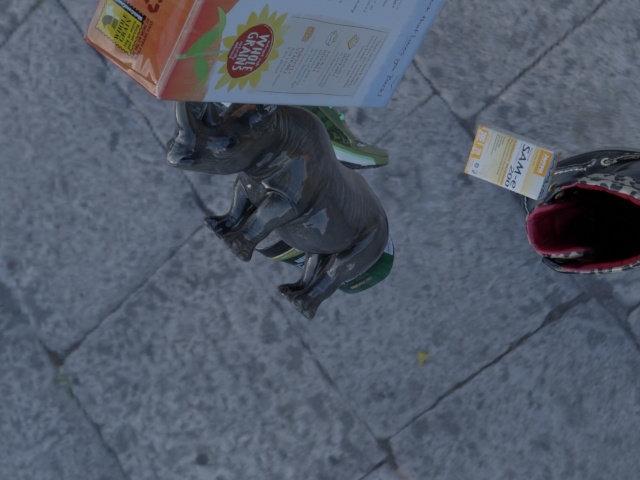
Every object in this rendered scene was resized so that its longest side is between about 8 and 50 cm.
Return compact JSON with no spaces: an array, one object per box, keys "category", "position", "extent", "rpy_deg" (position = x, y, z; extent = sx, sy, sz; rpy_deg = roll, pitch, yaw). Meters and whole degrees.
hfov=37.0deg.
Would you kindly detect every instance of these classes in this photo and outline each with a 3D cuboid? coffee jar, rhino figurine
[{"category":"coffee jar","position":[0.000,0.000,1.196],"extent":[0.096,0.184,0.079],"rpy_deg":[-29,49,37]},{"category":"rhino figurine","position":[-0.029,-0.035,0.655],"extent":[0.106,0.243,0.073],"rpy_deg":[-47,49,-3]}]

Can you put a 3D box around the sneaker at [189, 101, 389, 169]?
[{"category":"sneaker","position":[-0.027,-0.238,1.669],"extent":[0.158,0.410,0.182],"rpy_deg":[8,81,54]}]

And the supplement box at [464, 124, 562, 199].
[{"category":"supplement box","position":[0.229,-0.094,1.140],"extent":[0.098,0.036,0.062],"rpy_deg":[24,109,27]}]

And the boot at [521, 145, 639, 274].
[{"category":"boot","position":[0.374,-0.042,1.284],"extent":[0.377,0.284,0.138],"rpy_deg":[9,107,47]}]

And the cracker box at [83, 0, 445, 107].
[{"category":"cracker box","position":[-0.004,-0.157,0.539],"extent":[0.067,0.232,0.155],"rpy_deg":[40,115,23]}]
